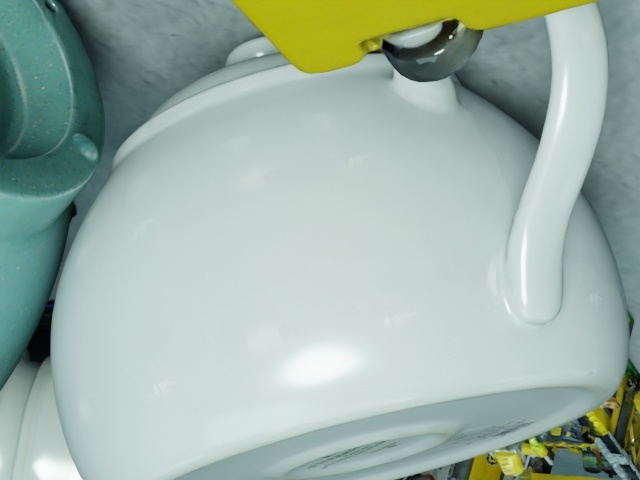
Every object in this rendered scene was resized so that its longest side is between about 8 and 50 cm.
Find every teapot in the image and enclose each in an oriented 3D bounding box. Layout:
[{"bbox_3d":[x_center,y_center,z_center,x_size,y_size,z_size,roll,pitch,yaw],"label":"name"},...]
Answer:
[{"bbox_3d":[0.000,0.000,0.676,0.256,0.187,0.252,-15,165,8],"label":"teapot"}]

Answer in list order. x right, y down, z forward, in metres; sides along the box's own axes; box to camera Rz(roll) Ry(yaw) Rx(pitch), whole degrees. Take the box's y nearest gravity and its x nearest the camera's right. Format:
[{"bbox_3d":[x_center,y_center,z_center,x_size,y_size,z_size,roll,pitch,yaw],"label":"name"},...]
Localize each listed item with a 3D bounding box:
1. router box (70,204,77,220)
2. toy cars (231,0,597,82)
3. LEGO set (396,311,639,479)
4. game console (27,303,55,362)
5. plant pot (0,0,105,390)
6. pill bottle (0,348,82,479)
[{"bbox_3d":[-0.207,0.001,0.889,0.122,0.092,0.038,13,152,12],"label":"router box"},{"bbox_3d":[0.090,-0.166,0.413,0.176,0.087,0.394,13,151,-15],"label":"toy cars"},{"bbox_3d":[0.047,0.155,0.899,0.331,0.192,0.255,4,149,27],"label":"LEGO set"},{"bbox_3d":[-0.207,0.182,1.132,0.250,0.173,0.293,2,148,31],"label":"game console"},{"bbox_3d":[-0.214,-0.039,0.663,0.196,0.293,0.293,-34,126,25],"label":"plant pot"},{"bbox_3d":[-0.268,0.111,0.939,0.301,0.169,0.169,8,152,2],"label":"pill bottle"}]
